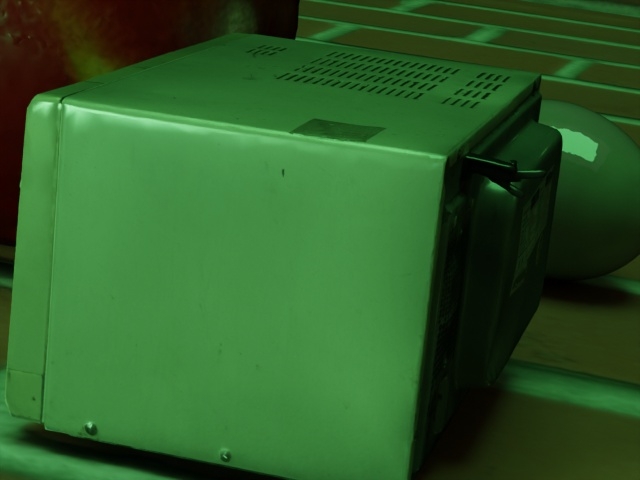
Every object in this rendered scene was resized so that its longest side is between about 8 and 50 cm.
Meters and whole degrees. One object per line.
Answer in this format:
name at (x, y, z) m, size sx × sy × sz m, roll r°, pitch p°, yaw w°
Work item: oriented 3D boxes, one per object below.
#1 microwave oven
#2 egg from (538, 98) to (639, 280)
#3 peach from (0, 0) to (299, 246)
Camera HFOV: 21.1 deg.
microwave oven at (0.000, 0.000, 0.735) m, size 0.194 × 0.145 × 0.240 m, roll 12°, pitch 15°, yaw 12°
egg at (0.134, -0.029, 0.993) m, size 0.103 × 0.103 × 0.135 m, roll -5°, pitch 21°, yaw -40°
peach at (-0.194, -0.141, 0.892) m, size 0.361 × 0.258 × 0.201 m, roll 43°, pitch 37°, yaw -11°
